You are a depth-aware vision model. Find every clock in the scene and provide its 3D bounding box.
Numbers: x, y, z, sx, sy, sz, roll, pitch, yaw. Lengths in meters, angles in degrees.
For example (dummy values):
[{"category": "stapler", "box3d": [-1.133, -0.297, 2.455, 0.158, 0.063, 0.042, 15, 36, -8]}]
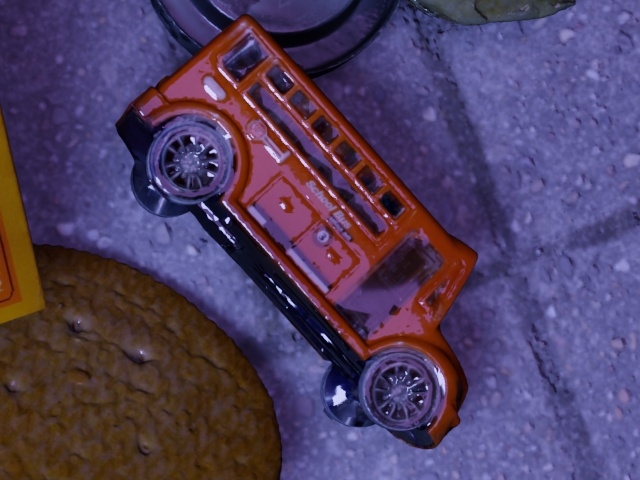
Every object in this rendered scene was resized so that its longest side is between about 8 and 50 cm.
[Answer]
[{"category": "clock", "box3d": [-0.037, -0.228, 1.409, 0.215, 0.042, 0.215, 2, 79, -12]}]

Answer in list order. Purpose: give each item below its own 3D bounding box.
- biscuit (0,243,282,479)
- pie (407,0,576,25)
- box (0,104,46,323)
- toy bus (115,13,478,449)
[{"category": "biscuit", "box3d": [-0.165, 0.115, 1.235, 0.305, 0.038, 0.305, 20, 36, -15]}, {"category": "pie", "box3d": [0.123, -0.306, 1.418, 0.306, 0.071, 0.306, 6, 74, -21]}, {"category": "box", "box3d": [-0.332, -0.096, 1.148, 0.213, 0.284, 0.259, -20, 45, -18]}, {"category": "toy bus", "box3d": [0.000, 0.000, 1.310, 0.153, 0.143, 0.329, -42, 95, -12]}]
